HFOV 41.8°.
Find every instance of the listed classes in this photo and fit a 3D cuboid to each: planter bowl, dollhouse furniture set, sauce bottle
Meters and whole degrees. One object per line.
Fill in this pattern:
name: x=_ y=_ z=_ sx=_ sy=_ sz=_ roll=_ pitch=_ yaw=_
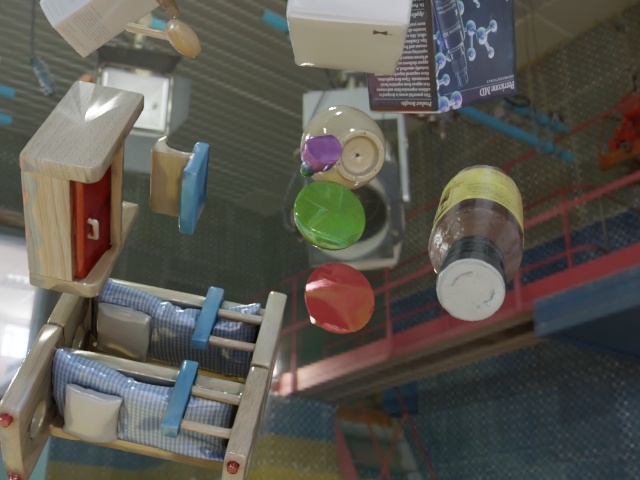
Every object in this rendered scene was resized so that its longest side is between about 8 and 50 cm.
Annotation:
planter bowl: x=0.055 y=-0.165 z=1.561 sx=0.162 sy=0.162 sz=0.109 roll=11 pitch=12 yaw=-22
dollhouse furniture set: x=-0.087 y=0.038 z=0.443 sx=0.130 sy=0.129 sz=0.183 roll=11 pitch=-51 yaw=0
sauce bottle: x=0.186 y=-0.005 z=0.996 sx=0.112 sy=0.111 sz=0.344 roll=-7 pitch=15 yaw=15

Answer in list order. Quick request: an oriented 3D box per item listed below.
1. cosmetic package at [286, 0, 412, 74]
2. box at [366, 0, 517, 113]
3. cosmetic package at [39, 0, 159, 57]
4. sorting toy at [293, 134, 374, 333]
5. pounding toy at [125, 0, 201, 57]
cosmetic package: x=0.060 y=-0.486 z=1.169 sx=0.162 sy=0.452 sz=0.230 roll=6 pitch=-5 yaw=1
box: x=0.263 y=-0.499 z=1.873 sx=0.294 sy=0.395 sz=0.212 roll=-20 pitch=21 yaw=-39
cosmetic package: x=-0.416 y=-0.476 z=1.645 sx=0.231 sy=0.085 sz=0.117 roll=-34 pitch=-26 yaw=1
sorting toy: x=0.000 y=0.000 z=1.450 sx=0.127 sy=0.365 sz=0.126 roll=2 pitch=-23 yaw=-21
pounding toy: x=-0.255 y=-0.398 z=1.222 sx=0.155 sy=0.269 sz=0.154 roll=-27 pitch=-30 yaw=6
